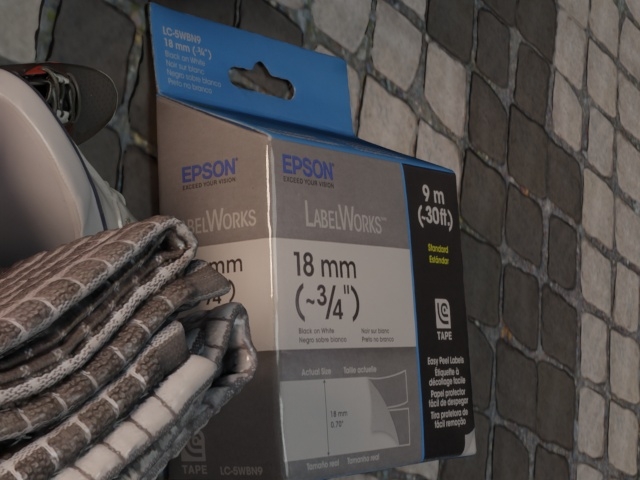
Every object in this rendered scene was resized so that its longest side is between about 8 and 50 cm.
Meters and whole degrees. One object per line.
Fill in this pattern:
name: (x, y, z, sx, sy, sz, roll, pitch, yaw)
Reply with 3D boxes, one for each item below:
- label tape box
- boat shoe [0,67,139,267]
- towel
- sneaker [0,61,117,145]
label tape box: (0.000, 0.000, 0.882, 0.241, 0.106, 0.333, 5, 79, -53)
boat shoe: (-0.138, 0.009, 0.690, 0.088, 0.096, 0.267, -70, 147, -49)
towel: (-0.187, 0.093, 0.513, 0.284, 0.235, 0.121, -44, 112, -48)
sneaker: (-0.167, -0.077, 0.710, 0.158, 0.065, 0.061, -21, 99, -52)
